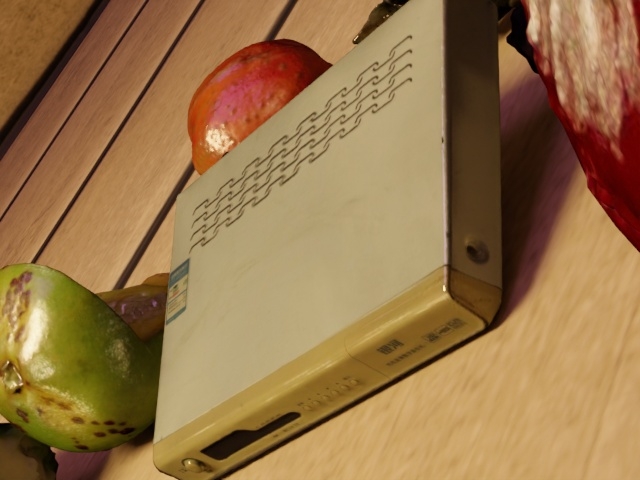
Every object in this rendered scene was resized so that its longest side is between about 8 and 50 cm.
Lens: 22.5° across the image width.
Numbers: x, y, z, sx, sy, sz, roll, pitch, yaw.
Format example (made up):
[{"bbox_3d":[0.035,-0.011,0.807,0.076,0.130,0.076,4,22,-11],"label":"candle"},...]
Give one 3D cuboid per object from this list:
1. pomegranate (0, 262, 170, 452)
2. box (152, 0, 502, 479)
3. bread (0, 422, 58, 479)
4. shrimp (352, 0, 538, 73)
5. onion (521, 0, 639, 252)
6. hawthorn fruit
[{"bbox_3d":[-0.148,0.079,1.067,0.143,0.169,0.122,-7,81,27],"label":"pomegranate"},{"bbox_3d":[0.000,0.000,0.868,0.270,0.045,0.211,-36,42,45],"label":"box"},{"bbox_3d":[-0.303,0.275,1.046,0.382,0.129,0.366,-55,14,-13],"label":"bread"},{"bbox_3d":[0.162,-0.176,0.847,0.445,0.085,0.272,-33,31,41],"label":"shrimp"},{"bbox_3d":[0.150,-0.057,0.404,0.207,0.216,0.206,-36,44,53],"label":"onion"},{"bbox_3d":[-0.032,-0.078,1.085,0.128,0.128,0.128,-46,17,19],"label":"hawthorn fruit"}]
